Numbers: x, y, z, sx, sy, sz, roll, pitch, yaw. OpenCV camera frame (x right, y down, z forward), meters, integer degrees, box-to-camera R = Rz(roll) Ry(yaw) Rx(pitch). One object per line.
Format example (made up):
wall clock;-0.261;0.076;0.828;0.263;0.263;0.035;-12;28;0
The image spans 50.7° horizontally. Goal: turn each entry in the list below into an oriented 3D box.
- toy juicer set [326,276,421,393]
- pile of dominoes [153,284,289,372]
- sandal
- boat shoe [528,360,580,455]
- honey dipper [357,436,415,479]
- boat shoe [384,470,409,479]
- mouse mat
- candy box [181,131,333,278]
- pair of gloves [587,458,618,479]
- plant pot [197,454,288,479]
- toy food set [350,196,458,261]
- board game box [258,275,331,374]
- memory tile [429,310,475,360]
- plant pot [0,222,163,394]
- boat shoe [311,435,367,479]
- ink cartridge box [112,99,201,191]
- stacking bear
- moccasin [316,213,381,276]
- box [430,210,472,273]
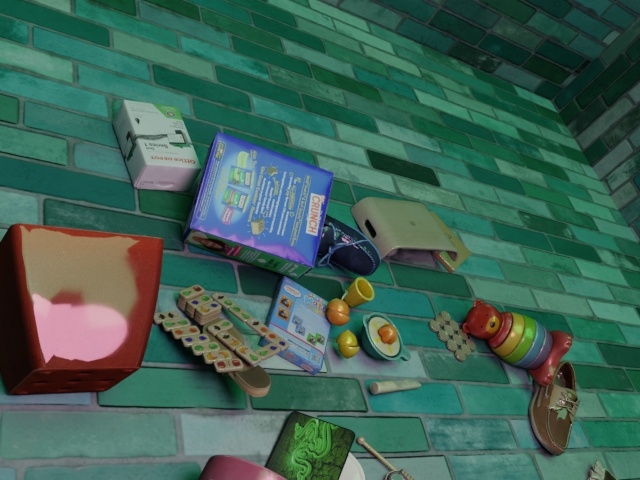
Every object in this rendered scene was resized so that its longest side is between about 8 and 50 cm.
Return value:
toy juicer set;0.139;0.258;1.700;0.329;0.089;0.209;57;34;6
pile of dominoes;-0.214;0.182;1.456;0.251;0.040;0.196;31;31;29
sandal;-0.190;0.267;1.441;0.088;0.079;0.240;-8;35;-37
boat shoe;0.692;0.475;1.977;0.123;0.116;0.324;33;39;-11
honey dipper;0.148;0.506;1.551;0.160;0.030;0.030;42;38;4
boat shoe;0.199;0.595;1.464;0.075;0.065;0.206;-11;60;-16
mouse mat;-0.025;0.450;1.401;0.152;0.007;0.190;15;43;13
candy box;-0.151;-0.083;1.677;0.317;0.122;0.268;18;68;-15
pair of gloves;0.818;0.754;1.882;0.204;0.042;0.240;44;39;2
plant pot;-0.145;0.505;1.182;0.201;0.201;0.180;33;55;-11
toy food set;0.264;-0.022;2.107;0.306;0.092;0.220;4;42;-34
board game box;-0.052;0.204;1.656;0.160;0.039;0.212;32;40;-13
memory tile;0.388;0.280;1.986;0.148;0.012;0.113;49;38;10
plant pot;-0.448;0.141;1.217;0.267;0.267;0.236;7;62;-36
boat shoe;0.071;0.553;1.406;0.116;0.099;0.319;-35;64;-16
ink cartridge box;-0.416;-0.240;1.721;0.160;0.092;0.219;-1;54;-41
stacking bear;0.568;0.284;2.023;0.289;0.175;0.164;28;2;-7
moccasin;0.000;0.000;1.837;0.342;0.138;0.117;31;26;7
box;0.403;0.003;2.256;0.201;0.021;0.164;49;39;7
